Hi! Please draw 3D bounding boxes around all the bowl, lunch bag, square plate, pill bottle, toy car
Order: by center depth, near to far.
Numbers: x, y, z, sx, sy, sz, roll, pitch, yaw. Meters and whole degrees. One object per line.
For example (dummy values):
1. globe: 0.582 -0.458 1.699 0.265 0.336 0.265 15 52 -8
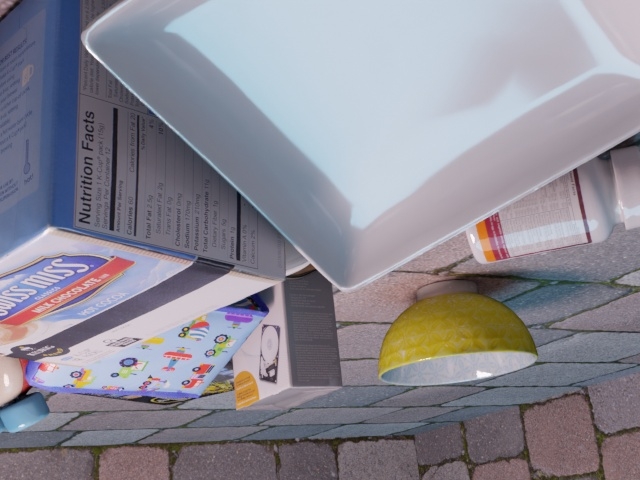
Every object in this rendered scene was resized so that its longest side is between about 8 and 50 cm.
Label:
1. square plate: 0.065 -0.139 0.725 0.344 0.049 0.347 -30 131 18
2. pill bottle: 0.294 -0.047 1.212 0.221 0.121 0.121 -12 161 16
3. lunch bag: -0.260 0.123 1.345 0.293 0.138 0.221 0 140 -44
4. toy car: -0.499 0.179 1.603 0.210 0.219 0.238 -21 -174 35
5. bowl: 0.240 0.161 1.765 0.289 0.156 0.289 -6 162 -2

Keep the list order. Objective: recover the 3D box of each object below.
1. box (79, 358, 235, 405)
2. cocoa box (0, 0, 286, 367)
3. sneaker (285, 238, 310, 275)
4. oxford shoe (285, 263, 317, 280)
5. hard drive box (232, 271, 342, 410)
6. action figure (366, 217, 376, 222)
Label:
1. box: -0.306 0.247 1.944 0.318 0.097 0.395 -18 158 24
2. cocoa box: -0.229 -0.040 0.884 0.228 0.231 0.347 15 153 -41
3. sneaker: -0.122 -0.017 1.184 0.295 0.124 0.178 1 170 -18
4. oxford shoe: 0.000 0.000 1.343 0.227 0.083 0.096 -6 157 -31
5. hard drive box: -0.058 0.122 1.432 0.089 0.232 0.181 5 158 -29
6. action figure: 0.036 -0.090 0.992 0.164 0.141 0.275 -10 -171 -14
